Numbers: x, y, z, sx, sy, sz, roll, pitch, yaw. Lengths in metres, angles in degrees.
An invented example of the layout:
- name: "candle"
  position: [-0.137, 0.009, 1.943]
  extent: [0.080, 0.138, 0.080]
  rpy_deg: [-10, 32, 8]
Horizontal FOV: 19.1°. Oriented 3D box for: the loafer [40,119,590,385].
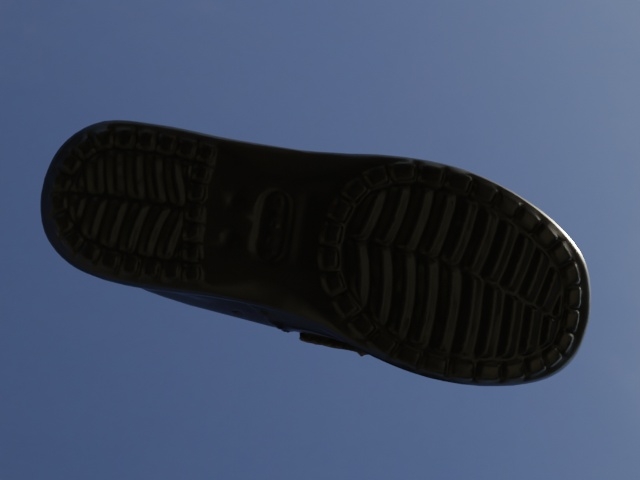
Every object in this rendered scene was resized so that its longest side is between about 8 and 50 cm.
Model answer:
- name: "loafer"
  position: [0.000, 0.000, 0.749]
  extent: [0.220, 0.078, 0.080]
  rpy_deg: [17, -93, -8]
